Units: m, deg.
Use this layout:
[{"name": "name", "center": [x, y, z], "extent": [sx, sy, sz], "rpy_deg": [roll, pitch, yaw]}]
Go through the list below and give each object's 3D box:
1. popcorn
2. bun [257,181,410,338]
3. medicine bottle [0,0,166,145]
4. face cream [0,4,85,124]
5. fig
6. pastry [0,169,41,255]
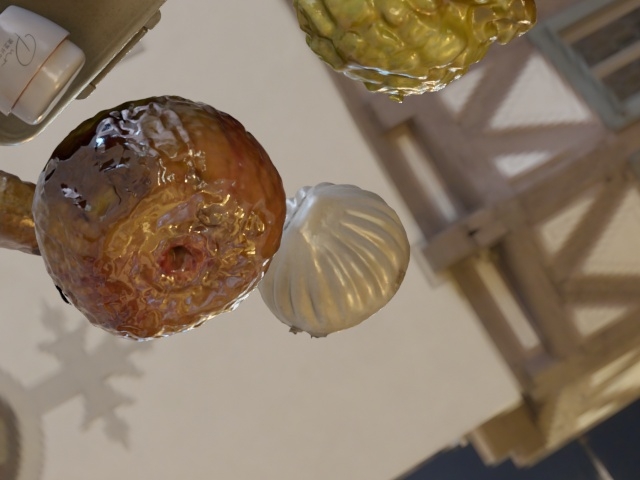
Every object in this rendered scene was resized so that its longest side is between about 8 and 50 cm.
[{"name": "popcorn", "center": [0.096, -0.263, 1.656], "extent": [0.206, 0.252, 0.236], "rpy_deg": [-98, -176, -76]}, {"name": "bun", "center": [0.000, 0.000, 2.536], "extent": [0.263, 0.263, 0.175], "rpy_deg": [46, -10, 40]}, {"name": "medicine bottle", "center": [-0.339, -0.295, 1.931], "extent": [0.282, 0.375, 0.123], "rpy_deg": [33, 16, -44]}, {"name": "face cream", "center": [-0.328, -0.195, 1.792], "extent": [0.104, 0.117, 0.117], "rpy_deg": [37, -14, -8]}, {"name": "fig", "center": [-0.206, -0.053, 1.884], "extent": [0.286, 0.286, 0.368], "rpy_deg": [69, -9, -26]}, {"name": "pastry", "center": [-0.474, -0.047, 2.338], "extent": [0.218, 0.100, 0.229], "rpy_deg": [11, -11, 40]}]
